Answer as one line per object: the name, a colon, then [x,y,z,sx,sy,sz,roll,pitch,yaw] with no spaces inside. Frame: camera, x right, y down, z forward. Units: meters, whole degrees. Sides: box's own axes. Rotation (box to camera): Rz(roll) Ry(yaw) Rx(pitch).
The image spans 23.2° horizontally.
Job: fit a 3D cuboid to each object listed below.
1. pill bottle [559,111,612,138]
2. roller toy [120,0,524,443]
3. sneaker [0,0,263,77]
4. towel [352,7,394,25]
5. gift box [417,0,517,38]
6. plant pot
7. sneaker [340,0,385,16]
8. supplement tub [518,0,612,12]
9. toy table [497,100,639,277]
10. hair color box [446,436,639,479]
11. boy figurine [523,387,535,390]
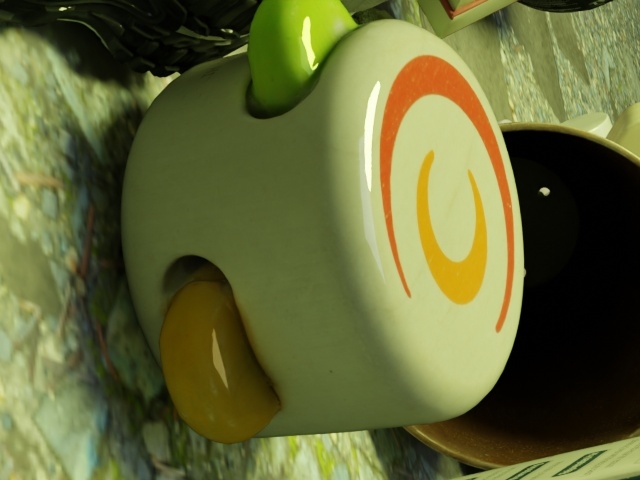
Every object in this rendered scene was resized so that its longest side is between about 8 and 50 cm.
pill bottle: [0.289,-0.050,1.607,0.152,0.086,0.086,67,22,-17]
roller toy: [0.000,0.000,0.756,0.191,0.146,0.209,24,61,-56]
sneaker: [-0.109,-0.153,0.686,0.108,0.100,0.271,65,14,16]
towel: [0.060,-0.099,1.145,0.110,0.027,0.148,4,71,-67]
gift box: [0.160,-0.307,1.074,0.258,0.276,0.255,122,-55,-74]
plant pot: [0.129,0.012,1.034,0.230,0.215,0.215,-75,146,-77]
sneaker: [0.001,-0.185,0.927,0.262,0.121,0.099,-19,93,-68]
supplement tub: [0.187,-0.327,1.378,0.338,0.207,0.207,7,69,-68]
toy table: [0.260,-0.010,1.399,0.274,0.161,0.252,50,30,-49]
hair color box: [0.165,0.155,0.775,0.174,0.347,0.105,-1,76,-68]
boy figurine: [0.179,0.118,1.205,0.177,0.092,0.285,68,24,-8]
